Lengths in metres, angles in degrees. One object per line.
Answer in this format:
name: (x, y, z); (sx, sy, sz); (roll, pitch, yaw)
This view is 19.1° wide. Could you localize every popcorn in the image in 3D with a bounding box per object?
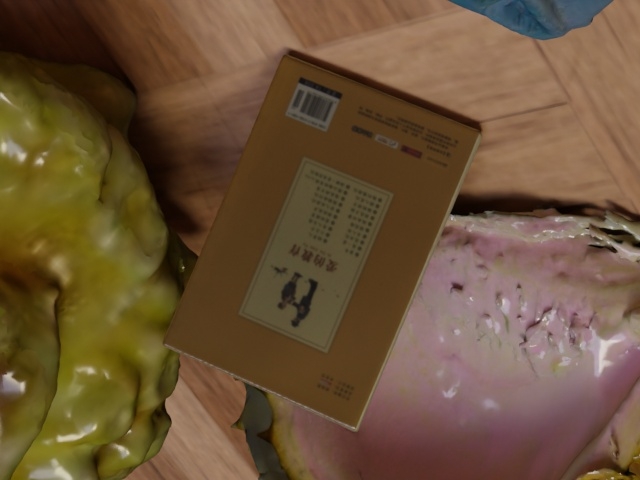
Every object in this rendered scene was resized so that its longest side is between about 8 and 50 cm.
popcorn: (-0.218, 0.016, 1.096); (0.279, 0.274, 0.335); (30, 144, 54)

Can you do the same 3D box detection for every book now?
book: (0.000, 0.000, 1.010); (0.118, 0.172, 0.012); (24, -178, 14)

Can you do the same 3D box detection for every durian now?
durian: (0.072, 0.099, 1.030); (0.305, 0.195, 0.185); (13, 144, 21)

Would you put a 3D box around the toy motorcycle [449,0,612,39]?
toy motorcycle: (0.107, -0.209, 0.646); (0.232, 0.172, 0.416); (-9, 136, 12)
